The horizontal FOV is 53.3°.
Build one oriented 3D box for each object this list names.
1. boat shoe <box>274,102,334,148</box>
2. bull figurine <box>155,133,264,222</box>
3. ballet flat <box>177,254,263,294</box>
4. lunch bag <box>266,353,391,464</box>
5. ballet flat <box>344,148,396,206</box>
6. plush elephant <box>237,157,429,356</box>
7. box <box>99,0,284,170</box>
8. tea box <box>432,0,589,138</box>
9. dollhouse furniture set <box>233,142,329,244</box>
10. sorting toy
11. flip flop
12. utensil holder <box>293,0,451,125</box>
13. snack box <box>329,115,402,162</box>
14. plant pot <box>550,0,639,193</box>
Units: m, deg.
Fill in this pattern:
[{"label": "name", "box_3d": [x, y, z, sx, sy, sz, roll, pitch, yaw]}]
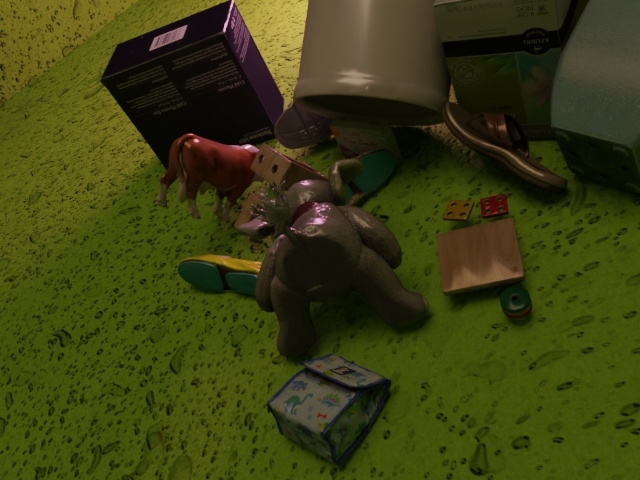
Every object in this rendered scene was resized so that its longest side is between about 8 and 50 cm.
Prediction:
[{"label": "boat shoe", "box_3d": [0.033, -0.321, 1.540, 0.320, 0.103, 0.118, -38, 84, -5]}, {"label": "bull figurine", "box_3d": [-0.218, -0.140, 1.399, 0.101, 0.310, 0.188, 26, 100, 35]}, {"label": "ballet flat", "box_3d": [-0.182, 0.065, 1.297, 0.231, 0.077, 0.077, 6, 31, 31]}, {"label": "lunch bag", "box_3d": [0.017, 0.245, 0.982, 0.129, 0.096, 0.151, 16, 43, 42]}, {"label": "ballet flat", "box_3d": [0.054, -0.110, 1.326, 0.241, 0.091, 0.077, -41, 20, -18]}, {"label": "plush elephant", "box_3d": [0.000, 0.000, 1.122, 0.272, 0.330, 0.255, -24, 22, 17]}, {"label": "box", "box_3d": [-0.313, -0.384, 1.629, 0.343, 0.312, 0.179, -15, 43, 16]}, {"label": "tea box", "box_3d": [0.399, -0.422, 1.253, 0.220, 0.323, 0.329, 3, 50, 32]}, {"label": "dollhouse furniture set", "box_3d": [-0.092, -0.090, 1.380, 0.129, 0.129, 0.183, 40, 104, 48]}, {"label": "sorting toy", "box_3d": [0.271, 0.030, 1.082, 0.132, 0.046, 0.274, -14, 44, 18]}, {"label": "flip flop", "box_3d": [0.342, -0.185, 1.170, 0.277, 0.112, 0.080, 43, 122, 32]}, {"label": "utensil holder", "box_3d": [0.128, -0.455, 1.319, 0.328, 0.328, 0.385, 9, 92, 36]}, {"label": "snack box", "box_3d": [0.098, -0.218, 1.389, 0.141, 0.100, 0.037, 14, 57, 39]}, {"label": "plant pot", "box_3d": [0.526, -0.228, 1.062, 0.247, 0.248, 0.252, 31, 82, 45]}]
